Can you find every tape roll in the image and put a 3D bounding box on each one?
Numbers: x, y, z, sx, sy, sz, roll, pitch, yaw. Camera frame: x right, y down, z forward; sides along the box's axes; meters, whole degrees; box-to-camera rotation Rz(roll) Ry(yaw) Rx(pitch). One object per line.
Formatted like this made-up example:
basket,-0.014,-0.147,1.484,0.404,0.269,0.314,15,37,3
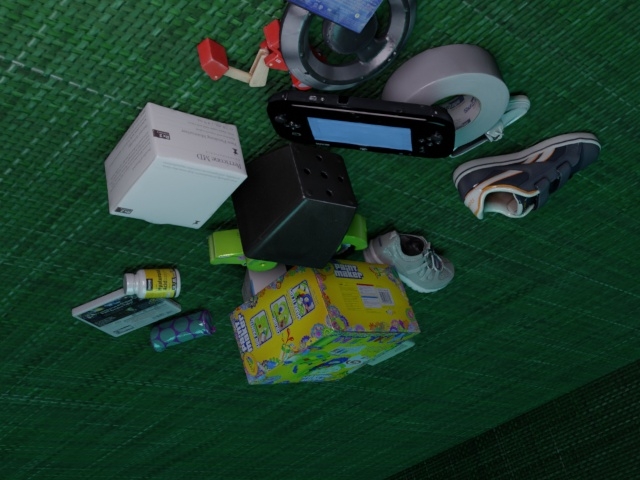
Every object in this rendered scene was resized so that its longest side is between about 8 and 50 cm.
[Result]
tape roll,0.223,-0.251,1.530,0.219,0.072,0.219,-12,151,-7

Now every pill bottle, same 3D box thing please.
pill bottle,-0.370,0.095,1.868,0.116,0.065,0.065,-1,148,-23

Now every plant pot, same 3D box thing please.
plant pot,-0.041,-0.077,1.596,0.188,0.187,0.167,9,142,-36

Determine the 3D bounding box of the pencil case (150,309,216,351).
pencil case,-0.342,0.224,2.107,0.151,0.064,0.070,-18,135,7

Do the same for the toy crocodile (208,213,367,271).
toy crocodile,-0.066,-0.003,1.786,0.340,0.115,0.105,-12,151,-6

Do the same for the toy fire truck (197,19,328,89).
toy fire truck,-0.086,-0.283,1.358,0.135,0.047,0.192,-29,149,25

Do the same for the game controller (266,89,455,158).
game controller,0.071,-0.193,1.455,0.319,0.067,0.166,8,157,10

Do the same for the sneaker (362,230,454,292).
sneaker,0.234,0.048,2.020,0.281,0.105,0.115,15,140,-41

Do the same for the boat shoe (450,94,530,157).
boat shoe,0.322,-0.217,1.643,0.184,0.063,0.066,-22,150,13

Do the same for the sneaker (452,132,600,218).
sneaker,0.451,-0.126,1.802,0.321,0.127,0.126,-16,150,-1

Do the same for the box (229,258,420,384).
box,0.008,0.185,1.889,0.290,0.177,0.279,8,144,-47

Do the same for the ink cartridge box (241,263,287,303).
ink cartridge box,-0.130,0.125,2.003,0.090,0.092,0.143,-5,149,-16

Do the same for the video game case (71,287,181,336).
video game case,-0.452,0.163,1.995,0.190,0.022,0.173,-22,151,14

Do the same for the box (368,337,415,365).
box,0.120,0.230,2.264,0.148,0.127,0.232,-30,148,25

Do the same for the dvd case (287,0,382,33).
dvd case,0.056,-0.415,1.157,0.180,0.022,0.253,14,126,-40

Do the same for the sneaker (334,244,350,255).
sneaker,0.000,0.000,1.877,0.162,0.063,0.073,-22,147,13

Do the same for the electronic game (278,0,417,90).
electronic game,0.044,-0.329,1.303,0.229,0.048,0.229,-18,139,-16

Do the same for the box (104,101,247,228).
box,-0.255,-0.124,1.485,0.181,0.119,0.182,10,143,-38
